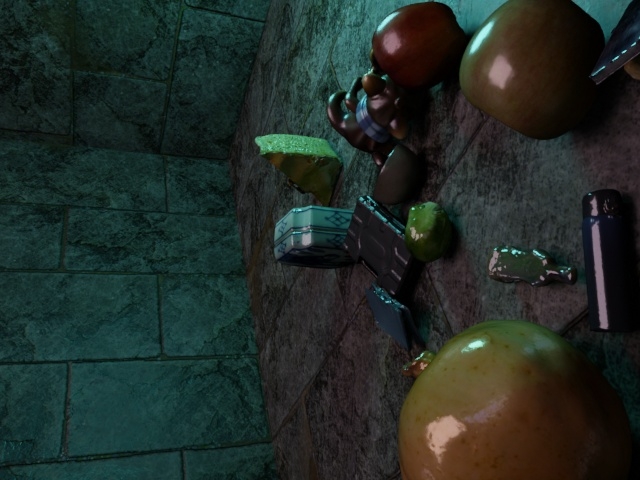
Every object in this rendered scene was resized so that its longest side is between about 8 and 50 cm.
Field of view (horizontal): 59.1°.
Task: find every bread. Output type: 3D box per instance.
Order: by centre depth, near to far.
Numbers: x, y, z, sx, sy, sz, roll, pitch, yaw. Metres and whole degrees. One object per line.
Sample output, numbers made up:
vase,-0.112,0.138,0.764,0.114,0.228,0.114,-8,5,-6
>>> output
bread,-0.097,-0.264,2.184,0.248,0.316,0.278,-113,23,-50

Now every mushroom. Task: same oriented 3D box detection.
mushroom,0.224,-0.174,1.618,0.117,0.141,0.188,42,139,19

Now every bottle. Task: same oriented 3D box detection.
bottle,0.495,0.035,0.973,0.082,0.072,0.244,95,174,-80

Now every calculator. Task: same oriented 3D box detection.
calculator,0.508,-0.355,0.861,0.261,0.021,0.161,-52,4,-29

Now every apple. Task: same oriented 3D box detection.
apple,0.395,-0.320,1.038,0.233,0.257,0.256,-56,33,19
apple,0.255,-0.495,1.444,0.234,0.234,0.233,-177,90,-68

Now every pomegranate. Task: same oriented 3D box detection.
pomegranate,0.307,0.323,0.976,0.411,0.412,0.411,-177,90,-68

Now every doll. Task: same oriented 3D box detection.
doll,0.177,-0.396,1.691,0.317,0.209,0.340,59,157,-2

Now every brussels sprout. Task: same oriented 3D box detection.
brussels sprout,0.279,-0.017,1.448,0.118,0.155,0.155,23,112,29

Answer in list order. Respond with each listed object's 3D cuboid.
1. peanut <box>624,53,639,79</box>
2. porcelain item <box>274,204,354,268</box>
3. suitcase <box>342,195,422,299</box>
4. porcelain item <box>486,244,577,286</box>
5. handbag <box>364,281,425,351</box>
peanut,0.558,-0.320,0.855,0.214,0.100,0.099,130,138,-64
porcelain item,0.000,0.000,1.922,0.286,0.282,0.157,148,124,-61
suitcase,0.182,0.017,1.662,0.285,0.066,0.206,46,132,40
porcelain item,0.431,0.054,1.134,0.216,0.069,0.081,6,81,69
handbag,0.203,0.212,1.607,0.144,0.057,0.221,66,169,-24
